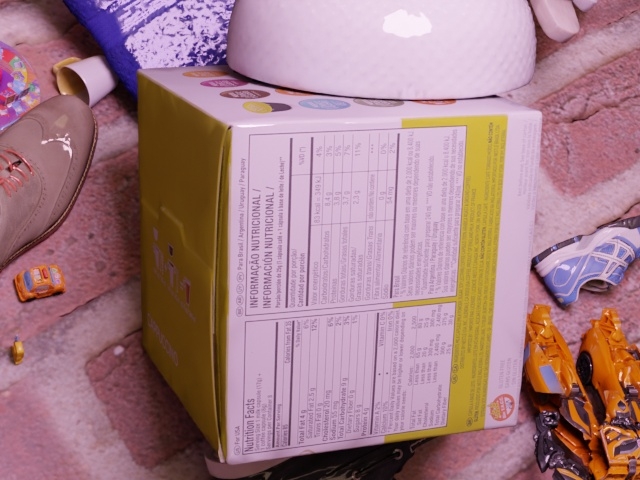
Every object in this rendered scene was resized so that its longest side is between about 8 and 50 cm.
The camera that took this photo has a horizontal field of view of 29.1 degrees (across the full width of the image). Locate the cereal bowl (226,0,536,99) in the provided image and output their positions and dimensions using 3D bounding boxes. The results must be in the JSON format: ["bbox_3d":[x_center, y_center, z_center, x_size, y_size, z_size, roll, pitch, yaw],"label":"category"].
[{"bbox_3d":[0.068,-0.253,1.333,0.338,0.339,0.141,-6,111,-22],"label":"cereal bowl"}]

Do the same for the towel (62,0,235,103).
[{"bbox_3d":[-0.186,-0.294,1.564,0.227,0.076,0.308,-37,96,-14],"label":"towel"}]

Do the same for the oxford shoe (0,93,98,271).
[{"bbox_3d":[-0.358,-0.052,1.411,0.123,0.130,0.348,31,60,-3],"label":"oxford shoe"}]

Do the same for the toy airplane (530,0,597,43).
[{"bbox_3d":[0.272,-0.476,1.748,0.386,0.272,0.384,37,49,9],"label":"toy airplane"}]

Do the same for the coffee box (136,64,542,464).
[{"bbox_3d":[0.000,0.000,1.322,0.334,0.337,0.338,-5,108,-22],"label":"coffee box"}]

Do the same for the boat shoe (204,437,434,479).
[{"bbox_3d":[0.033,0.251,1.421,0.340,0.127,0.113,-15,101,-33],"label":"boat shoe"}]

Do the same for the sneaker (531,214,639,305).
[{"bbox_3d":[0.389,0.024,1.676,0.211,0.080,0.081,-21,80,-16],"label":"sneaker"}]

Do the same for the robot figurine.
[{"bbox_3d":[0.346,0.207,1.516,0.211,0.085,0.291,3,41,-18],"label":"robot figurine"}]

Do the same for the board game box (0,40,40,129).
[{"bbox_3d":[-0.429,-0.193,1.510,0.168,0.033,0.133,-35,81,-30],"label":"board game box"}]

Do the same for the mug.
[{"bbox_3d":[-0.292,-0.209,1.552,0.064,0.062,0.078,-37,88,-37],"label":"mug"}]

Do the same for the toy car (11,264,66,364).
[{"bbox_3d":[-0.321,0.080,1.414,0.060,0.040,0.122,5,64,-17],"label":"toy car"}]
